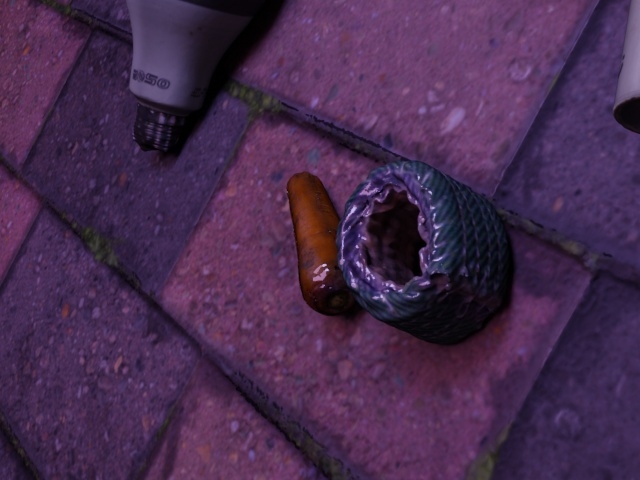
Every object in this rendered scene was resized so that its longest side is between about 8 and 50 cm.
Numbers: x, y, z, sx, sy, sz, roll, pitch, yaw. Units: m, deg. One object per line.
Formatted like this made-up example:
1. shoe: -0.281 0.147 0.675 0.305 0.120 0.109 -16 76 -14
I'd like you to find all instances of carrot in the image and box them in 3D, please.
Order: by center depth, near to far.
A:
1. carrot: 0.000 0.000 0.937 0.055 0.055 0.161 -43 36 25

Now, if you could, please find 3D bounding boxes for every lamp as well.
1. lamp: -0.140 -0.254 1.166 0.182 0.181 0.314 9 97 50

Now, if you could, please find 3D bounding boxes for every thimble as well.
1. thimble: 0.077 0.009 0.811 0.118 0.090 0.135 -39 47 32

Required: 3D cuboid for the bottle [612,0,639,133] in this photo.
1. bottle: 0.254 -0.175 0.725 0.072 0.072 0.202 -5 66 47
